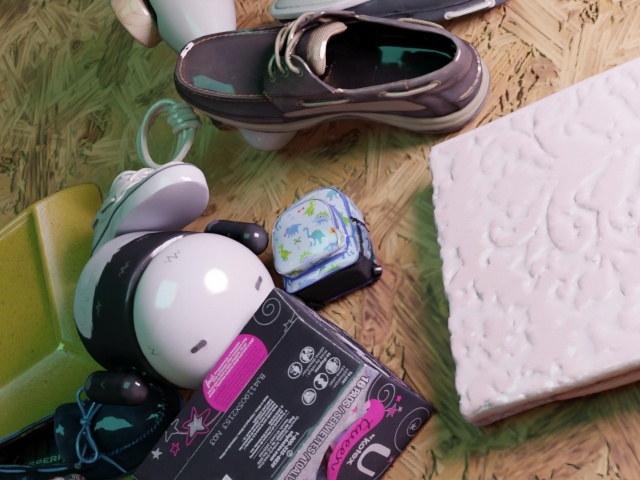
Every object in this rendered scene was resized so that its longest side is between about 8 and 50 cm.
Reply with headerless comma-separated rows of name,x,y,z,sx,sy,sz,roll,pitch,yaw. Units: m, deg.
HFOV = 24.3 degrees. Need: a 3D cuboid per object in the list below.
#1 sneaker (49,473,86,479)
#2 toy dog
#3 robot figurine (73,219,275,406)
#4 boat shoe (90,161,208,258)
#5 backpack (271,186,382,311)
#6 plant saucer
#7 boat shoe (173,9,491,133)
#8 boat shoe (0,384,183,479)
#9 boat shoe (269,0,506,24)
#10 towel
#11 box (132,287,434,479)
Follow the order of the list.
sneaker,-0.192,0.334,1.580,0.112,0.121,0.299,-35,41,-23
toy dog,-0.120,-0.231,1.829,0.220,0.161,0.333,-22,69,23
robot figurine,-0.161,0.077,1.624,0.278,0.174,0.209,0,87,57
boat shoe,-0.208,-0.040,1.735,0.267,0.096,0.088,132,128,-58
backpack,0.000,0.000,1.622,0.105,0.084,0.114,-27,49,20
plant saucer,-0.400,0.114,1.871,0.333,0.081,0.333,-34,50,17
boat shoe,0.005,-0.200,1.624,0.355,0.130,0.132,1,67,13
boat shoe,-0.275,0.233,1.700,0.258,0.089,0.109,-30,51,21
boat shoe,0.079,-0.279,1.710,0.303,0.091,0.114,-6,43,38
towel,0.261,-0.006,1.445,0.317,0.053,0.331,-22,54,28
box,-0.035,0.205,1.497,0.247,0.142,0.163,-53,48,2
